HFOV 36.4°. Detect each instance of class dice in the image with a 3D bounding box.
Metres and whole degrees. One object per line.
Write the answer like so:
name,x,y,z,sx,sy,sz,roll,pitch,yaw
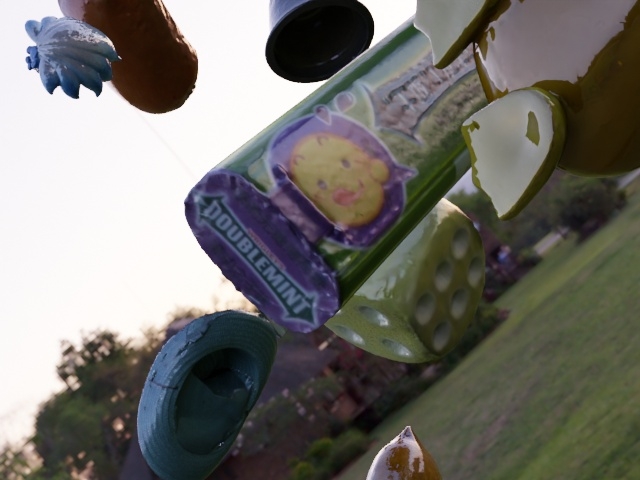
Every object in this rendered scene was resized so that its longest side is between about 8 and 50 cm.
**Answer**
dice,0.090,0.039,1.197,0.169,0.169,0.166,-59,-41,-22

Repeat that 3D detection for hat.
hat,-0.125,0.149,0.999,0.138,0.078,0.191,32,-96,-47

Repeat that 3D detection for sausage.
sausage,-0.257,-0.277,1.295,0.133,0.133,0.258,-40,-48,-14

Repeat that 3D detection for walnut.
walnut,0.108,0.347,1.271,0.116,0.116,0.207,126,149,-69

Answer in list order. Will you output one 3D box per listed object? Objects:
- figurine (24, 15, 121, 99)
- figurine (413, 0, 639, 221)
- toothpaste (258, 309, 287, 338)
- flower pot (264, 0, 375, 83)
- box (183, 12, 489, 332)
figurine,-0.275,-0.208,1.095,0.079,0.114,0.114,-50,-9,36
figurine,0.188,-0.118,0.568,0.228,0.215,0.215,-5,-32,-50
toothpaste,0.000,0.000,1.758,0.061,0.099,0.392,3,49,37
flower pot,-0.021,-0.456,2.000,0.235,0.148,0.235,-16,-31,-10
box,0.049,-0.078,0.771,0.345,0.134,0.097,-45,0,-42
